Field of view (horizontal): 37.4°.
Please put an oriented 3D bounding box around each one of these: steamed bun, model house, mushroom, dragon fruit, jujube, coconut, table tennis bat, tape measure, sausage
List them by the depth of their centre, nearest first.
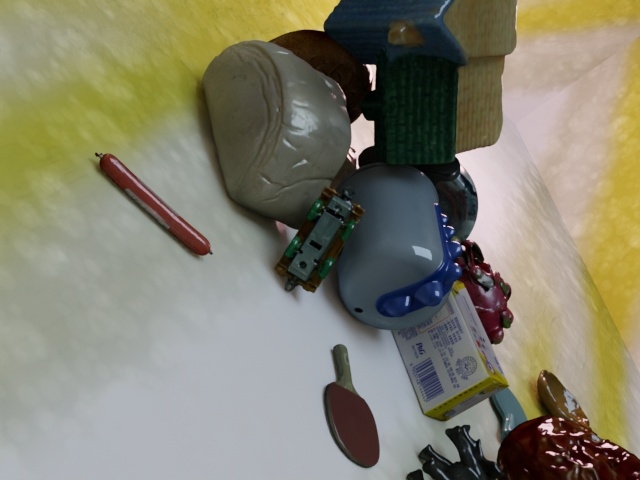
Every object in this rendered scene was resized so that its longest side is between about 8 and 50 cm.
[{"bbox_3d":[-0.265,-0.056,1.517,0.253,0.034,0.034,45,25,-23],"label":"sausage"},{"bbox_3d":[0.051,0.288,1.674,0.138,0.022,0.247,37,31,-37],"label":"table tennis bat"},{"bbox_3d":[0.503,0.504,1.849,0.276,0.276,0.377,42,1,-26],"label":"jujube"},{"bbox_3d":[-0.076,-0.233,1.865,0.247,0.236,0.384,29,34,-43],"label":"steamed bun"},{"bbox_3d":[0.194,-0.365,1.970,0.342,0.334,0.382,-19,111,-45],"label":"model house"},{"bbox_3d":[-0.025,-0.348,2.131,0.297,0.278,0.163,24,59,-31],"label":"mushroom"},{"bbox_3d":[0.027,-0.172,2.136,0.116,0.116,0.122,48,22,-14],"label":"coconut"},{"bbox_3d":[0.344,0.128,2.211,0.198,0.218,0.273,98,-17,-83],"label":"dragon fruit"},{"bbox_3d":[0.447,0.416,2.237,0.149,0.038,0.237,53,19,-6],"label":"table tennis bat"},{"bbox_3d":[0.240,-0.094,2.254,0.275,0.256,0.147,44,21,-10],"label":"tape measure"}]

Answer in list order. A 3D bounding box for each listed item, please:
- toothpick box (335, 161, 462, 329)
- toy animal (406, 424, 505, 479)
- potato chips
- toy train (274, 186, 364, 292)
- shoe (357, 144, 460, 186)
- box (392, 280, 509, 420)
[{"bbox_3d":[0.157,0.023,1.931,0.263,0.263,0.355,40,28,-30],"label":"toothpick box"},{"bbox_3d":[0.252,0.436,1.763,0.146,0.114,0.245,48,45,1],"label":"toy animal"},{"bbox_3d":[0.641,0.441,2.535,0.208,0.062,0.195,28,29,-44],"label":"potato chips"},{"bbox_3d":[0.000,0.000,1.772,0.091,0.228,0.136,31,-4,3],"label":"toy train"},{"bbox_3d":[0.201,-0.151,2.116,0.108,0.240,0.093,-51,142,-45],"label":"shoe"},{"bbox_3d":[0.260,0.222,1.979,0.097,0.168,0.265,29,32,-50],"label":"box"}]
